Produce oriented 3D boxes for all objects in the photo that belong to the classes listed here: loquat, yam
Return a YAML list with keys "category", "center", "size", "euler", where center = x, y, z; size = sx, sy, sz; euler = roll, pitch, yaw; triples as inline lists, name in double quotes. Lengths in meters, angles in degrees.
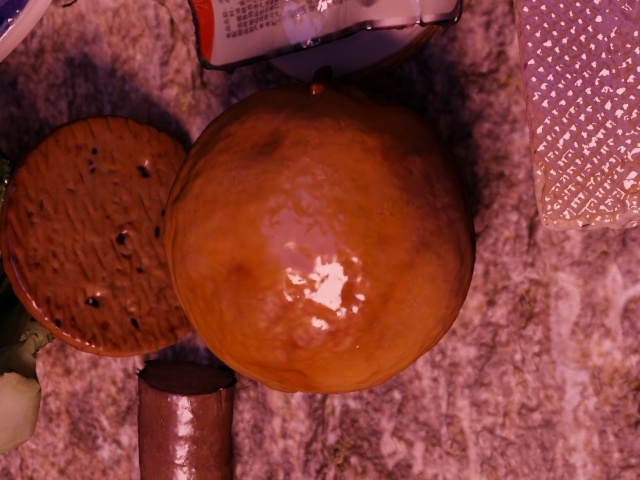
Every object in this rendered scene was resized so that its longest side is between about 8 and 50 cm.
- category: "loquat"
  center: [0.000, 0.000, 1.217]
  size: [0.238, 0.193, 0.238]
  euler: [7, 104, 28]
- category: "yam"
  center: [-0.108, 0.164, 1.374]
  size: [0.084, 0.084, 0.127]
  euler: [7, 104, 21]

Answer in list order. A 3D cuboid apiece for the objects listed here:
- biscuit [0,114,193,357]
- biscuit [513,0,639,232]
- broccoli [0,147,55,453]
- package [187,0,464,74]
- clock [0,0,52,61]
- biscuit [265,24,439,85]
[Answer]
- category: "biscuit"
  center: [-0.155, -0.003, 1.298]
  size: [0.027, 0.188, 0.187]
  euler: [-17, 98, 56]
- category: "biscuit"
  center: [0.193, -0.125, 1.173]
  size: [0.108, 0.062, 0.238]
  euler: [-3, 104, 22]
- category: "broccoli"
  center: [-0.305, 0.053, 1.321]
  size: [0.270, 0.270, 0.270]
  euler: [49, 122, 38]
- category: "package"
  center: [-0.001, -0.213, 1.194]
  size: [0.232, 0.040, 0.166]
  euler: [-8, 95, 31]
- category: "clock"
  center: [-0.294, -0.178, 1.272]
  size: [0.083, 0.230, 0.230]
  euler: [46, 117, 10]
- category: "biscuit"
  center: [0.011, -0.207, 1.235]
  size: [0.181, 0.049, 0.208]
  euler: [32, 113, 13]
